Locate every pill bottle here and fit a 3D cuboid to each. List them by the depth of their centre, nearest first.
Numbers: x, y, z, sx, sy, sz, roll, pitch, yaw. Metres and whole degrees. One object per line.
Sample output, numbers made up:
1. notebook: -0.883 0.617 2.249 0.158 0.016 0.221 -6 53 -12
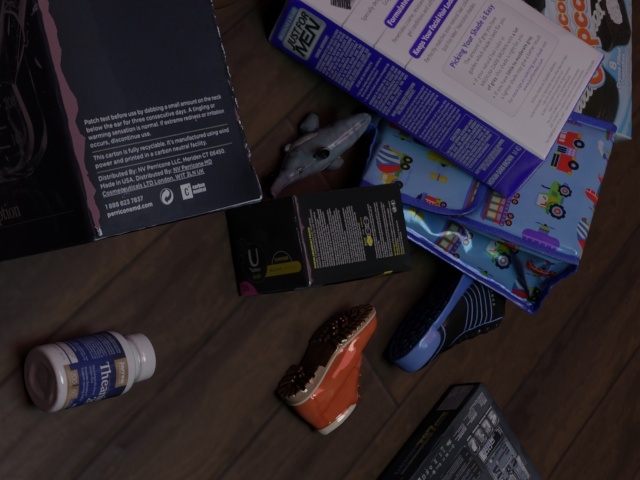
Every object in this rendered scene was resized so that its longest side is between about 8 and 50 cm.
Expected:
1. pill bottle: -0.225 0.126 1.474 0.120 0.067 0.067 -11 91 -41

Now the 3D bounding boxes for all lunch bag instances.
1. lunch bag: 0.179 -0.084 1.804 0.293 0.138 0.221 24 57 -4

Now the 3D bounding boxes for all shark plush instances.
1. shark plush: -0.012 -0.102 1.697 0.161 0.067 0.073 -27 101 -41

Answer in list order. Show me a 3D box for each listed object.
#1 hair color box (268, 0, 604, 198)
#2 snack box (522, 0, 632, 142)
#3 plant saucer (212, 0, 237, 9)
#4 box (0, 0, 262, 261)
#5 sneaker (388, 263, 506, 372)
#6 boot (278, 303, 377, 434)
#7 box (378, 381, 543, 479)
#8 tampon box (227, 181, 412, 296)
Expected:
1. hair color box: 0.134 -0.222 1.726 0.339 0.110 0.185 34 58 -1
2. snack box: 0.349 -0.306 2.051 0.187 0.060 0.322 11 76 -39
3. plant saucer: -0.114 -0.339 1.648 0.168 0.029 0.168 -7 100 -41
4. box: -0.252 -0.147 1.311 0.179 0.343 0.312 -15 93 -40
5. sneaker: 0.171 0.092 1.817 0.090 0.081 0.232 50 53 -15
6. boot: 0.023 0.145 1.700 0.158 0.059 0.084 -51 119 -25
7. box: 0.163 0.312 1.790 0.232 0.059 0.183 -48 113 -36
8. tampon box: 0.000 0.000 1.656 0.161 0.120 0.101 -8 88 -41
